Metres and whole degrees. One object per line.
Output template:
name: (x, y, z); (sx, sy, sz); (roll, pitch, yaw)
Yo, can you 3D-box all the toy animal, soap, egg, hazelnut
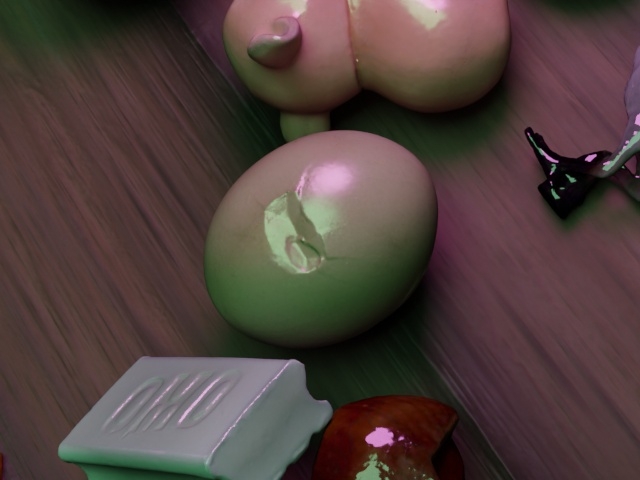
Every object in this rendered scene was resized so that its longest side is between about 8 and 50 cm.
toy animal: (0.364, -0.154, 1.670); (0.195, 0.090, 0.324); (34, 84, 26)
soap: (-0.134, 0.197, 1.595); (0.265, 0.087, 0.160); (-3, 37, 49)
toy animal: (0.049, -0.238, 1.749); (0.326, 0.237, 0.269); (27, 68, 22)
egg: (0.000, 0.000, 1.651); (0.269, 0.219, 0.219); (-40, 62, 14)
hazelnut: (0.066, 0.255, 1.565); (0.161, 0.170, 0.201); (5, 82, 0)

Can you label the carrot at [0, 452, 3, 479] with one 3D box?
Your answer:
carrot: (-0.375, 0.286, 1.759); (0.032, 0.032, 0.093); (-9, 64, 14)
